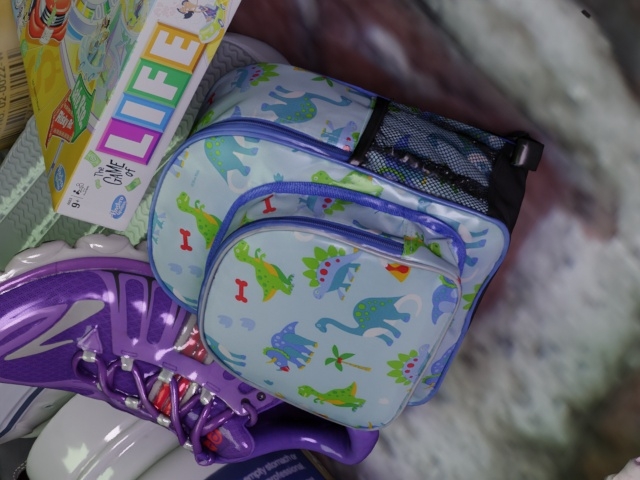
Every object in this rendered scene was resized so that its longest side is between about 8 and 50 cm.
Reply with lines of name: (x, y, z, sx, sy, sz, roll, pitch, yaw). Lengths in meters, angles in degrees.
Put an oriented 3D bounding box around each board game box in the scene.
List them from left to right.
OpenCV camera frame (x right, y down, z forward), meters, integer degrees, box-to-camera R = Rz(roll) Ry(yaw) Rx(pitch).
board game box: (-0.071, -0.089, 0.569, 0.103, 0.026, 0.154, -60, 29, 25)

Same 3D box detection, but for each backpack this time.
backpack: (0.000, 0.000, 0.542, 0.114, 0.084, 0.105, 23, 132, 1)

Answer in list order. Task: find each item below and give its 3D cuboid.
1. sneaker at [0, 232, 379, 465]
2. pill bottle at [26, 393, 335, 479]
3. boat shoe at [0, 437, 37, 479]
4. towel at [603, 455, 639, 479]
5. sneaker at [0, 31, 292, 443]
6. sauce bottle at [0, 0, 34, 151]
sneaker: (-0.051, 0.046, 0.590, 0.068, 0.169, 0.071, 119, 153, -43)
pill bottle: (-0.032, 0.138, 0.659, 0.187, 0.112, 0.112, 47, 137, 19)
boat shoe: (-0.157, 0.074, 0.807, 0.079, 0.084, 0.233, 10, 116, 4)
towel: (0.165, 0.272, 0.562, 0.317, 0.053, 0.332, 45, 136, 23)
sneaker: (-0.092, 0.003, 0.678, 0.258, 0.091, 0.094, -38, 75, 29)
sauce bottle: (-0.242, -0.049, 0.608, 0.111, 0.344, 0.111, 20, 121, 37)
